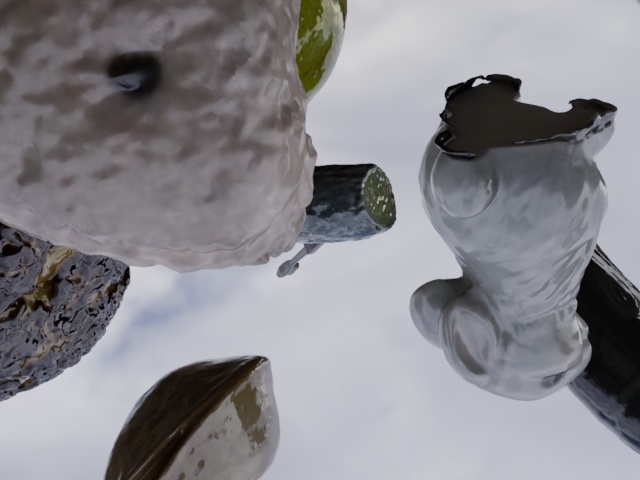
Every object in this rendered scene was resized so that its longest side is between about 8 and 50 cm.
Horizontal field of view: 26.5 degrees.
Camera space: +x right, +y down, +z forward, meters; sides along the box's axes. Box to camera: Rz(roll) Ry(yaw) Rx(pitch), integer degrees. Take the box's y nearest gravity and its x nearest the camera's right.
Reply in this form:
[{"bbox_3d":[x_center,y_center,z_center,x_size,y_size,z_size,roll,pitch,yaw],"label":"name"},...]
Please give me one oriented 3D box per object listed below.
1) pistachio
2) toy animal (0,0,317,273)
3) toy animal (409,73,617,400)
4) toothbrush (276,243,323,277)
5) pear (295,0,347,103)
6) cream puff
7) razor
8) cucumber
[{"bbox_3d":[-0.136,0.217,1.452,0.163,0.212,0.260,29,-163,7],"label":"pistachio"},{"bbox_3d":[-0.131,-0.150,0.698,0.227,0.188,0.358,-7,-117,-11],"label":"toy animal"},{"bbox_3d":[0.195,0.020,1.415,0.258,0.357,0.194,-20,-147,-32],"label":"toy animal"},{"bbox_3d":[-0.002,0.000,1.403,0.017,0.014,0.194,-10,162,-29],"label":"toothbrush"},{"bbox_3d":[-0.105,-0.240,1.345,0.294,0.294,0.294,-15,-159,6],"label":"pear"},{"bbox_3d":[-0.216,0.001,0.856,0.165,0.239,0.239,30,-134,29],"label":"cream puff"},{"bbox_3d":[0.336,0.097,1.651,0.204,0.349,0.113,-20,155,-49],"label":"razor"},{"bbox_3d":[0.004,-0.028,1.020,0.112,0.064,0.064,-3,-155,46],"label":"cucumber"}]
